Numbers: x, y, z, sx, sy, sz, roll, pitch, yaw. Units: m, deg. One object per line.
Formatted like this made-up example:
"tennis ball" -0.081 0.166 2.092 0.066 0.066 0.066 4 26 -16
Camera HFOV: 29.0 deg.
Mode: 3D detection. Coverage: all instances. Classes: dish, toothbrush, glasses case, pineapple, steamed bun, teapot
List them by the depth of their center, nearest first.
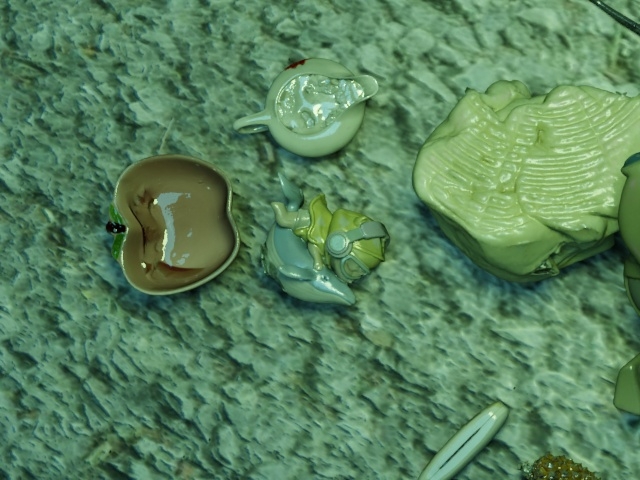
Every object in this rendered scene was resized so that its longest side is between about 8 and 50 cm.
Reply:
"pineapple" 0.363 0.342 1.631 0.221 0.083 0.103 25 90 14
"steamed bun" 0.292 -0.074 1.644 0.320 0.206 0.275 3 68 16
"glasses case" 0.194 0.283 1.691 0.164 0.063 0.041 -46 74 5
"toothbrush" 0.474 -0.278 1.714 0.321 0.023 0.031 40 103 15
"teapot" -0.017 -0.187 1.791 0.226 0.092 0.145 -17 76 13
"dish" -0.207 -0.020 1.820 0.213 0.090 0.213 -1 82 11

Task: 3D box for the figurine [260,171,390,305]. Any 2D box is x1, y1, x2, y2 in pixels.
"figurine" 0.000 0.000 1.748 0.183 0.128 0.208 -25 73 8

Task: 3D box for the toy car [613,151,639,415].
"toy car" 0.461 0.032 1.523 0.226 0.242 0.336 -7 102 42
